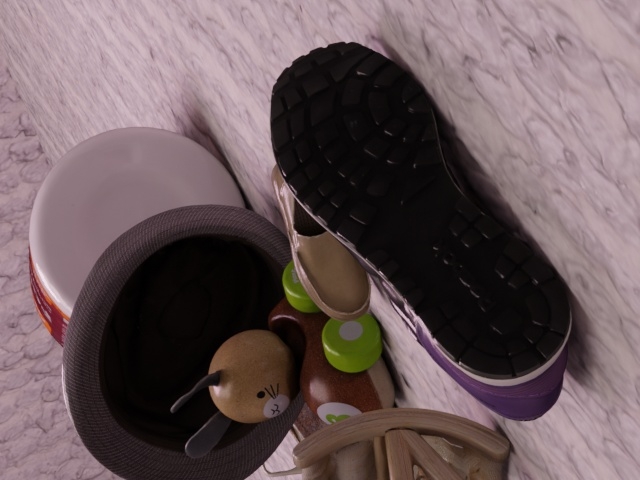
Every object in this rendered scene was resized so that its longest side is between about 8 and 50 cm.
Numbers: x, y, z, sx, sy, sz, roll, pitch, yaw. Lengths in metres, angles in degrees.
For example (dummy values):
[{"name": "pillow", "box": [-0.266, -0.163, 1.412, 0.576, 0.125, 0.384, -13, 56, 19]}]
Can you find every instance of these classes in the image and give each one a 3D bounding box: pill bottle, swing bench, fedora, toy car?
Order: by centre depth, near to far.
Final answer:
[{"name": "swing bench", "box": [0.103, 0.279, 1.567, 0.253, 0.165, 0.255, 83, 162, -61]}, {"name": "toy car", "box": [-0.042, 0.130, 1.780, 0.149, 0.188, 0.155, 55, 166, 36]}, {"name": "fedora", "box": [-0.130, 0.093, 1.911, 0.124, 0.243, 0.275, -145, 68, -72]}, {"name": "pill bottle", "box": [-0.206, 0.024, 2.173, 0.224, 0.224, 0.392, 62, 168, 6]}]

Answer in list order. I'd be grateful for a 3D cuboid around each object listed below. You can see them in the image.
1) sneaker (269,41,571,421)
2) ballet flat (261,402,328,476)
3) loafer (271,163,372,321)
[{"name": "sneaker", "box": [0.058, 0.002, 1.290, 0.283, 0.107, 0.124, 57, 173, 27]}, {"name": "ballet flat", "box": [0.001, 0.236, 2.035, 0.316, 0.106, 0.107, 60, 168, 11]}, {"name": "loafer", "box": [0.000, 0.000, 1.640, 0.148, 0.056, 0.050, 64, 175, -7]}]
